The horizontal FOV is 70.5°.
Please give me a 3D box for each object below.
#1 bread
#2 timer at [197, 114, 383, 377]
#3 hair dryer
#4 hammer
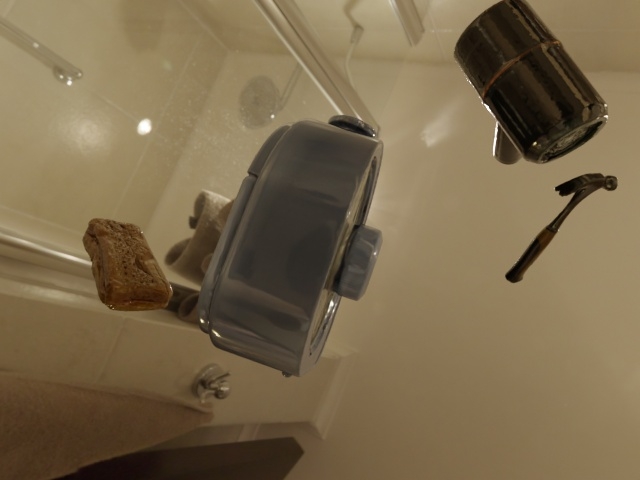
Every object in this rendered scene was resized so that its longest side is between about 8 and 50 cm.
[{"bbox_3d":[-0.392,0.047,0.918,0.271,0.139,0.077,42,-68,43],"label":"bread"},{"bbox_3d":[0.000,0.000,0.659,0.173,0.395,0.395,18,-99,9],"label":"timer"},{"bbox_3d":[0.297,-0.164,0.665,0.107,0.352,0.189,-29,-110,13],"label":"hair dryer"},{"bbox_3d":[0.312,-0.011,0.622,0.201,0.078,0.021,110,-29,-42],"label":"hammer"}]
